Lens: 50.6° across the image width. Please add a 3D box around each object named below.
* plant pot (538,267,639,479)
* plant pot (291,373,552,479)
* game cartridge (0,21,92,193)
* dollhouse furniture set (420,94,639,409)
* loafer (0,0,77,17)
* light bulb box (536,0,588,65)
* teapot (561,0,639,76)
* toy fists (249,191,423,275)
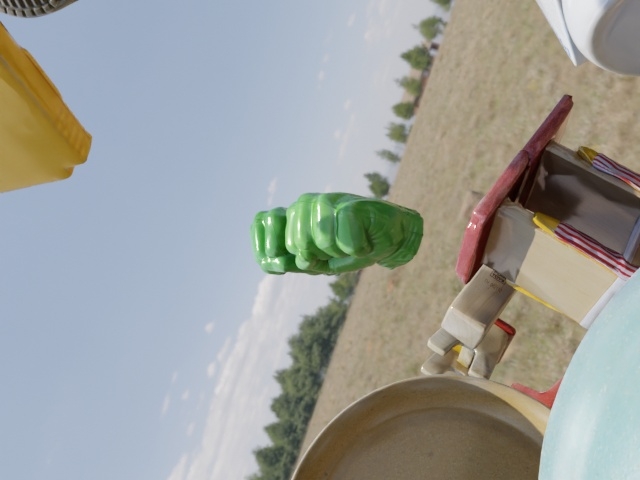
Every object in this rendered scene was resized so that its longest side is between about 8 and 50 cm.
[{"bbox_3d":[0.266,0.128,0.258,0.196,0.293,0.292,-147,75,-79],"label":"plant pot"},{"bbox_3d":[0.089,0.210,0.455,0.032,0.237,0.236,83,-155,-67],"label":"plant pot"},{"bbox_3d":[-0.402,-0.150,0.593,0.323,0.286,0.052,65,-161,-53],"label":"game cartridge"},{"bbox_3d":[0.239,0.068,0.657,0.152,0.201,0.374,-48,-21,-22],"label":"dollhouse furniture set"},{"bbox_3d":[-0.286,-0.322,0.762,0.092,0.269,0.101,-71,-26,-44],"label":"loafer"},{"bbox_3d":[0.486,-0.526,1.043,0.361,0.358,0.225,38,-148,-52],"label":"light bulb box"},{"bbox_3d":[0.354,-0.292,0.648,0.253,0.256,0.186,-21,63,43],"label":"teapot"},{"bbox_3d":[0.000,0.000,0.879,0.279,0.142,0.096,-12,66,61],"label":"toy fists"}]
